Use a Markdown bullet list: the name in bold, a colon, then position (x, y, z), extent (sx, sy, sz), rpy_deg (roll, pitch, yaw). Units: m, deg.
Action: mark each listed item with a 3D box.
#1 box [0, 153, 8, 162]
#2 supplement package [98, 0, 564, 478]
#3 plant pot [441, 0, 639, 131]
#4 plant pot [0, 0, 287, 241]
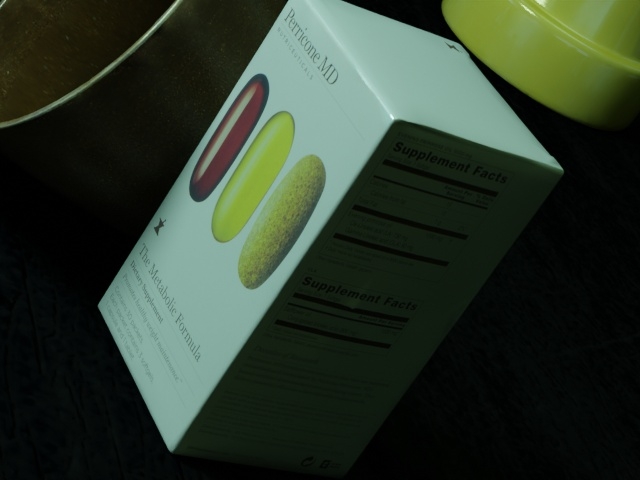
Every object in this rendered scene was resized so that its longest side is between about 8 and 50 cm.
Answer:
- **box**: position (-0.225, -0.105, 1.274), extent (0.116, 0.029, 0.162), rpy_deg (40, 23, 12)
- **supplement package**: position (0.000, 0.000, 1.088), extent (0.134, 0.244, 0.139), rpy_deg (14, 30, -39)
- **plant pot**: position (0.300, -0.286, 2.037), extent (0.254, 0.239, 0.254), rpy_deg (28, 25, -14)
- **plant pot**: position (-0.080, -0.076, 1.204), extent (0.230, 0.215, 0.215), rpy_deg (48, 14, -32)
